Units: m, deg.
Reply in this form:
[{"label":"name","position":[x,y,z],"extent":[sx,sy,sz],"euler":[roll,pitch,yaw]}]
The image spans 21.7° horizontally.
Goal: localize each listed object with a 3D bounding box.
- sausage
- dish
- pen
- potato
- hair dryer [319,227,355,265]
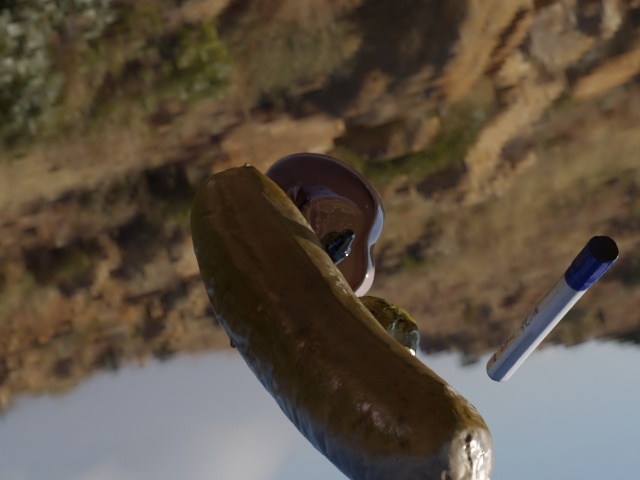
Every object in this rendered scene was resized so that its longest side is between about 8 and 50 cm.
[{"label":"sausage","position":[-0.008,0.085,1.552],"extent":[0.136,0.501,0.123],"euler":[-36,135,-5]},{"label":"dish","position":[0.000,0.000,2.099],"extent":[0.213,0.213,0.090],"euler":[-18,159,24]},{"label":"pen","position":[0.233,0.075,1.716],"extent":[0.033,0.033,0.269],"euler":[-14,156,-27]},{"label":"potato","position":[0.022,0.116,1.773],"extent":[0.170,0.107,0.080],"euler":[-16,137,-2]},{"label":"hair dryer","position":[-0.016,0.028,1.804],"extent":[0.114,0.070,0.248],"euler":[-45,179,-36]}]
